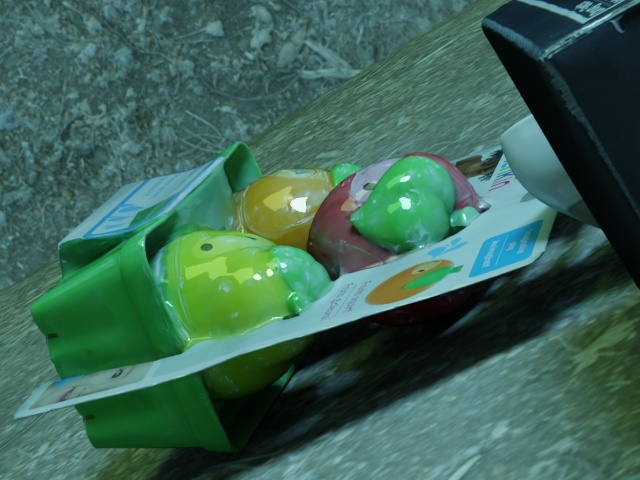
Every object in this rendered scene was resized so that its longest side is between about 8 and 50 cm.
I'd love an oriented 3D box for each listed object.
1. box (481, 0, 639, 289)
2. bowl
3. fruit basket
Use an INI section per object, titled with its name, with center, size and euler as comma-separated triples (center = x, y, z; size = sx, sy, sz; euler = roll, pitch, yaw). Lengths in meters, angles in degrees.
[box]
center = 0.248, -0.092, 0.852
size = 0.294, 0.182, 0.296
euler = -30, 8, 5
[bowl]
center = 0.188, -0.047, 1.077
size = 0.142, 0.053, 0.142
euler = -26, -27, 30
[fruit basket]
center = 0.000, 0.000, 1.250
size = 0.353, 0.165, 0.327
euler = -24, 11, 22
